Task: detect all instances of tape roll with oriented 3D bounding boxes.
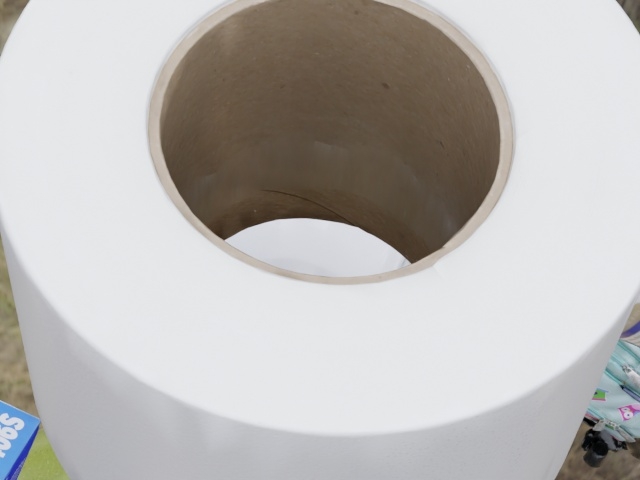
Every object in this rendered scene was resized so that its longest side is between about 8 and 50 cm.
[{"bbox_3d":[0.000,0.000,0.647,0.246,0.169,0.246,2,58,-3],"label":"tape roll"}]

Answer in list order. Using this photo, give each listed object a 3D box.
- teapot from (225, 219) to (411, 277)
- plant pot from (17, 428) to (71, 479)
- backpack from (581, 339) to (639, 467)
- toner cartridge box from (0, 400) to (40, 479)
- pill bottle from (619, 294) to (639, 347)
[{"bbox_3d":[0.017,0.062,0.899,0.187,0.256,0.252,-2,43,27],"label":"teapot"},{"bbox_3d":[-0.195,0.273,1.572,0.274,0.293,0.275,22,50,-29],"label":"plant pot"},{"bbox_3d":[0.181,0.042,1.078,0.182,0.115,0.152,37,48,-23],"label":"backpack"},{"bbox_3d":[-0.343,0.304,1.356,0.075,0.348,0.165,25,24,-3],"label":"toner cartridge box"},{"bbox_3d":[0.228,0.023,0.832,0.186,0.112,0.112,23,64,-10],"label":"pill bottle"}]
